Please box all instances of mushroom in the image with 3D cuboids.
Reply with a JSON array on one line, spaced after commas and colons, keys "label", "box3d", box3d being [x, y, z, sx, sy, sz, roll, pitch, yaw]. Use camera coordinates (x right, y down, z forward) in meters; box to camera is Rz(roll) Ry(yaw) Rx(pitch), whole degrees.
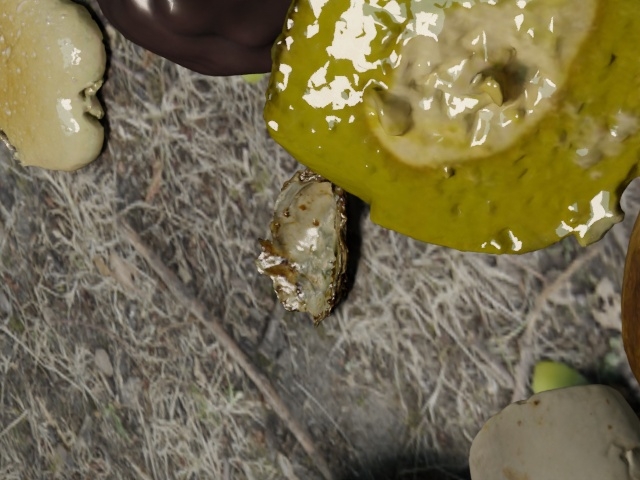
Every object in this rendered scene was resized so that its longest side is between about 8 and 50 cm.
[{"label": "mushroom", "box3d": [0.178, 0.193, 1.090, 0.116, 0.093, 0.225, -40, 70, 26]}]

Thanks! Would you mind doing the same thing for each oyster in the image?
[{"label": "oyster", "box3d": [0.001, 0.000, 1.250, 0.086, 0.029, 0.132, 51, 134, 11]}]

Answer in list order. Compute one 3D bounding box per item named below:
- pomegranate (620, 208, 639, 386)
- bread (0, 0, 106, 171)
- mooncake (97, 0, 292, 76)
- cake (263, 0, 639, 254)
[{"label": "pomegranate", "box3d": [0.265, 0.029, 0.780, 0.281, 0.281, 0.281, 22, 121, 41]}, {"label": "bread", "box3d": [-0.255, -0.164, 1.454, 0.251, 0.039, 0.182, 28, 126, 38]}, {"label": "mooncake", "box3d": [-0.022, -0.223, 0.980, 0.141, 0.283, 0.283, -144, 41, -74]}, {"label": "cake", "box3d": [0.092, -0.118, 0.827, 0.179, 0.156, 0.260, 25, 124, 6]}]
